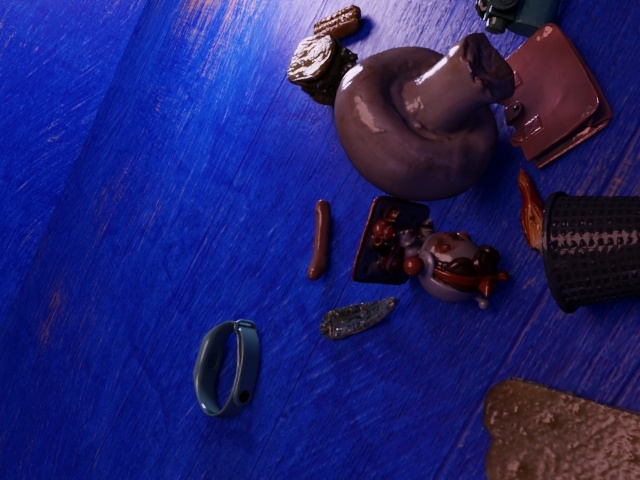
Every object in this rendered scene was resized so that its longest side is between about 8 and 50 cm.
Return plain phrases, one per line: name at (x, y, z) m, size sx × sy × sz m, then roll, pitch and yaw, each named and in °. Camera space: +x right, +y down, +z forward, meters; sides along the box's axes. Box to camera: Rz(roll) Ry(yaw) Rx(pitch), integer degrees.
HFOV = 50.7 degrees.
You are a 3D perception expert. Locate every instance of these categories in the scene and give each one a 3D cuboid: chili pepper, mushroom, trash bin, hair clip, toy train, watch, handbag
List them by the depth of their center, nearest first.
trash bin at (0.407, 0.012, 0.922) m, size 0.160 × 0.175 × 0.176 m, roll -5°, pitch 70°, yaw 37°
chili pepper at (0.347, -0.050, 1.111) m, size 0.045 × 0.027 × 0.178 m, roll -30°, pitch 53°, yaw 33°
handbag at (0.377, -0.243, 1.137) m, size 0.157 × 0.059 × 0.213 m, roll -37°, pitch 49°, yaw 34°
mushroom at (0.178, -0.225, 1.139) m, size 0.290 × 0.297 × 0.298 m, roll 128°, pitch 143°, yaw -52°
toy train at (0.370, -0.474, 1.184) m, size 0.101 × 0.159 × 0.249 m, roll -149°, pitch 74°, yaw -84°
hair clip at (0.078, 0.149, 1.332) m, size 0.229 × 0.036 × 0.066 m, roll -27°, pitch 50°, yaw 48°
watch at (-0.223, 0.296, 1.596) m, size 0.195 × 0.068 × 0.237 m, roll 12°, pitch 84°, yaw 50°

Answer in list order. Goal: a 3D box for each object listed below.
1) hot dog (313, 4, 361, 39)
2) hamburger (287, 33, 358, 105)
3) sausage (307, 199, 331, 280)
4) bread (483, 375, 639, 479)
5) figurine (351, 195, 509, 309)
hot dog at (0.041, -0.530, 1.671) m, size 0.165 × 0.045 × 0.071 m, roll -7°, pitch 67°, yaw 49°
hamburger at (0.020, -0.398, 1.580) m, size 0.184 × 0.131 × 0.159 m, roll 9°, pitch 72°, yaw 44°
sausage at (0.000, 0.000, 1.484) m, size 0.043 × 0.043 × 0.187 m, roll -14°, pitch 62°, yaw 46°
bread at (0.338, 0.310, 0.937) m, size 0.286 × 0.056 × 0.208 m, roll 14°, pitch 81°, yaw 51°
figurine at (0.206, 0.037, 1.142) m, size 0.226 × 0.183 × 0.160 m, roll 24°, pitch 101°, yaw 39°
